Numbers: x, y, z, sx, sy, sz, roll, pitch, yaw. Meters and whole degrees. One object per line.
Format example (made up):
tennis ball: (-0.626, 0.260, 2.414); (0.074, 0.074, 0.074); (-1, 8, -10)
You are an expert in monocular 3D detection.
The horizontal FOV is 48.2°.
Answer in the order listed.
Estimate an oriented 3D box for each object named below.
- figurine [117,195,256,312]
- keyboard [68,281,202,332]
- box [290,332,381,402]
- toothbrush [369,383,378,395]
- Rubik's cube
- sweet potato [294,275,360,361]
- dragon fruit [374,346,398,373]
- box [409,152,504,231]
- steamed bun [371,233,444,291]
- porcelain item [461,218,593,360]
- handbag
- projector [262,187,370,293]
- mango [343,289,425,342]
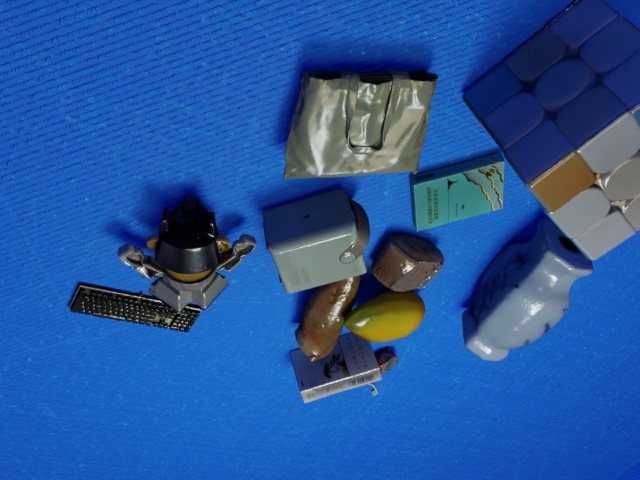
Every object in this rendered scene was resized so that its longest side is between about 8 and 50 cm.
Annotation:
figurine: (-0.297, 0.035, 1.632); (0.308, 0.143, 0.308); (-25, 148, -16)
keyboard: (-0.458, 0.171, 1.791); (0.317, 0.027, 0.106); (15, 127, -28)
box: (0.041, 0.357, 2.042); (0.233, 0.149, 0.067); (-16, 133, -2)
toothbrush: (0.146, 0.435, 2.247); (0.022, 0.017, 0.204); (-37, 136, -8)
Rubik's cube: (0.571, -0.233, 1.505); (0.347, 0.346, 0.344); (-38, 132, 20)
sweet potato: (0.023, 0.168, 1.874); (0.131, 0.131, 0.336); (3, 131, -20)
dragon fruit: (0.191, 0.358, 2.159); (0.083, 0.060, 0.056); (-28, 134, -29)
box: (0.336, -0.116, 1.756); (0.229, 0.041, 0.162); (-15, 136, -3)
steamed bun: (0.225, 0.068, 1.853); (0.175, 0.106, 0.145); (10, 129, -29)
porcelain item: (0.550, 0.146, 1.943); (0.178, 0.242, 0.405); (22, 128, -11)
handbag: (0.084, -0.244, 1.508); (0.316, 0.109, 0.253); (-2, 129, -15)
projector: (0.000, 0.000, 1.677); (0.243, 0.163, 0.177); (-17, 137, 2)
mango: (0.175, 0.202, 1.914); (0.176, 0.119, 0.317); (-39, 154, 30)
